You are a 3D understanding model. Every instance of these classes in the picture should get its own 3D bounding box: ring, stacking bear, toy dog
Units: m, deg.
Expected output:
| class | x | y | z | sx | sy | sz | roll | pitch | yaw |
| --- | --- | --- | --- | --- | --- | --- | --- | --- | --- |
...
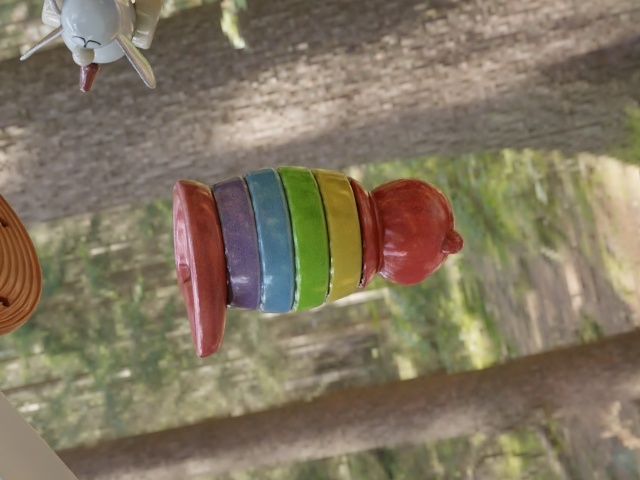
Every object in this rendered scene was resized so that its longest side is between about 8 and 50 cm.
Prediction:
| class | x | y | z | sx | sy | sz | roll | pitch | yaw |
| --- | --- | --- | --- | --- | --- | --- | --- | --- | --- |
| ring | -0.429 | -0.024 | 1.258 | 0.336 | 0.032 | 0.336 | 38 | -160 | -16 |
| stacking bear | 0.000 | 0.000 | 1.296 | 0.175 | 0.289 | 0.164 | -114 | 21 | -56 |
| toy dog | -0.305 | -0.260 | 1.625 | 0.333 | 0.220 | 0.161 | -31 | -44 | -73 |

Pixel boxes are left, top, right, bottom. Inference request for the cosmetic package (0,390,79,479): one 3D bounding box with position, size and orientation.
| class | x | y | z | sx | sy | sz | roll | pitch | yaw |
| --- | --- | --- | --- | --- | --- | --- | --- | --- | --- |
| cosmetic package | -0.415 | 0.367 | 1.572 | 0.377 | 0.284 | 0.097 | 51 | -147 | -6 |
